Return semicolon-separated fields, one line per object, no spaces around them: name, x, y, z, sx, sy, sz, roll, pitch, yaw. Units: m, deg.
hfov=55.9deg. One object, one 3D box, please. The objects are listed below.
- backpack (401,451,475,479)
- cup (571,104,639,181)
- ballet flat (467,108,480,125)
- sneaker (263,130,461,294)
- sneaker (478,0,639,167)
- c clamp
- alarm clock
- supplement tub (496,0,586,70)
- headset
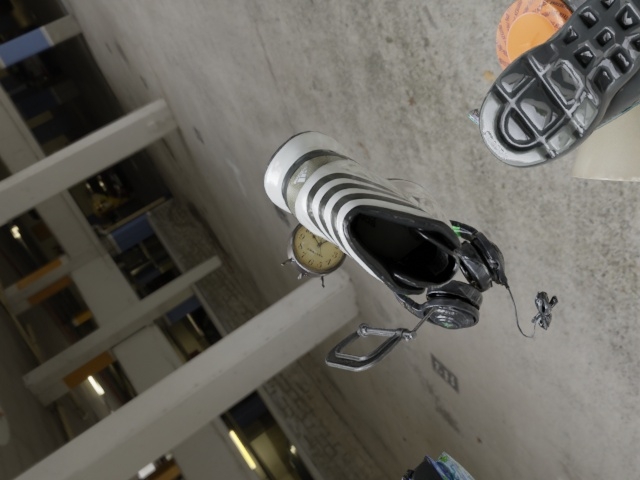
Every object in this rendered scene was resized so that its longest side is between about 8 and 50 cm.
backpack;0.189;0.370;0.859;0.114;0.084;0.105;52;177;-20
cup;0.944;-0.304;1.816;0.331;0.331;0.237;21;112;61
ballet flat;0.432;-0.298;1.566;0.114;0.041;0.041;46;163;-6
sneaker;0.127;0.013;0.925;0.447;0.169;0.257;22;-160;-48
sneaker;0.231;-0.157;0.429;0.267;0.106;0.101;-37;83;38
c clamp;0.081;0.148;0.893;0.160;0.137;0.022;-13;114;56
alarm clock;0.000;0.000;1.341;0.129;0.192;0.064;30;163;-6
supplement tub;0.480;-0.380;1.082;0.193;0.316;0.194;41;142;43
headset;0.326;0.084;1.344;0.394;0.243;0.185;30;163;29
